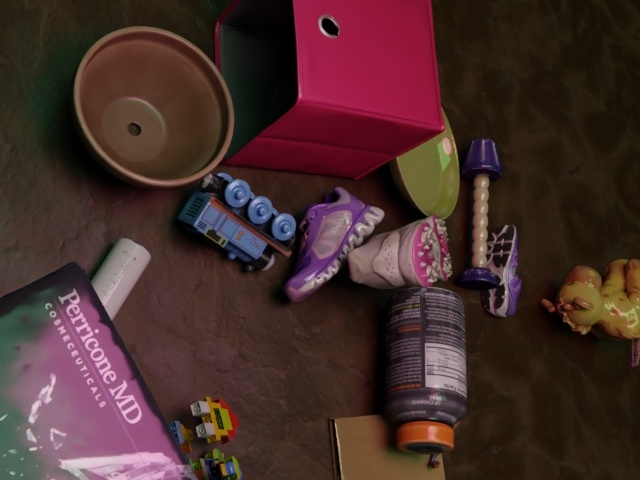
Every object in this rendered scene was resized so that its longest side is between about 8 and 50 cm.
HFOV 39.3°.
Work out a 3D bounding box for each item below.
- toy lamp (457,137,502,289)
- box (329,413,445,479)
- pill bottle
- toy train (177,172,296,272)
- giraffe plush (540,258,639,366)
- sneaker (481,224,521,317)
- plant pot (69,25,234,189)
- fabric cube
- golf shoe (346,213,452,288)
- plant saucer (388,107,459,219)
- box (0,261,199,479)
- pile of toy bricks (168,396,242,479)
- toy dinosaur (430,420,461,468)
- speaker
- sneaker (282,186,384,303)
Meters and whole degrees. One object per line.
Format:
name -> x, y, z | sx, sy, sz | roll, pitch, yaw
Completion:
toy lamp -> 0.286, -0.051, 1.612 | 0.080, 0.080, 0.275 | 16, 70, -27
box -> 0.110, 0.355, 1.414 | 0.201, 0.021, 0.165 | 1, 75, -31
pill bottle -> 0.164, 0.207, 1.409 | 0.130, 0.130, 0.246 | 18, 60, -27
toy train -> -0.119, -0.024, 1.338 | 0.184, 0.080, 0.105 | 37, 83, -34
giraffe plush -> 0.505, 0.115, 1.650 | 0.170, 0.181, 0.210 | 18, 49, -14
sneaker -> 0.333, 0.056, 1.627 | 0.071, 0.068, 0.170 | 19, 74, -43
plant pot -> -0.253, -0.177, 1.291 | 0.237, 0.109, 0.238 | 10, 70, -30
fabric cube -> 0.007, -0.259, 1.387 | 0.258, 0.259, 0.254 | 6, 72, -31
golf shoe -> 0.132, 0.021, 1.433 | 0.306, 0.140, 0.115 | 2, 80, -73
plant saucer -> 0.171, -0.151, 1.549 | 0.241, 0.037, 0.241 | 21, 64, -52
box -> -0.384, 0.354, 0.947 | 0.471, 0.297, 0.480 | -30, 93, -36
pile of toy bricks -> -0.145, 0.333, 1.228 | 0.105, 0.118, 0.212 | 23, 44, -55
toy dinosaur -> 0.200, 0.327, 1.443 | 0.090, 0.047, 0.082 | 16, 85, -39
speaker -> -0.289, 0.065, 1.230 | 0.055, 0.055, 0.136 | 37, 60, -18
sneaker -> 0.000, 0.000, 1.414 | 0.104, 0.095, 0.236 | 45, 53, -5
